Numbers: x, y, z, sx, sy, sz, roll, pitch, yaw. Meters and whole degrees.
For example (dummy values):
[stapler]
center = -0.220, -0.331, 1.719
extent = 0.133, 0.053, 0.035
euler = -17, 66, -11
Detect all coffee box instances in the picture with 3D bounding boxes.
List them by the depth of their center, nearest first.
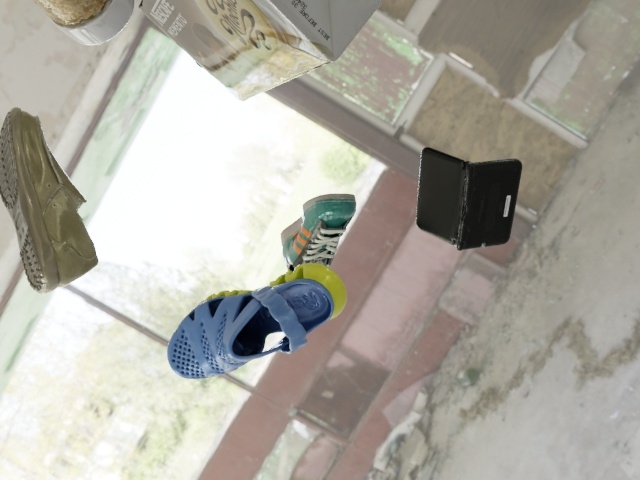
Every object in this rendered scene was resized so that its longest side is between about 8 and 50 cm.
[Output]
[coffee box]
center = -0.069, -0.255, 0.663
extent = 0.119, 0.168, 0.297
euler = -53, 21, -10

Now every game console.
[game console]
center = 0.186, -0.057, 0.828
extent = 0.071, 0.107, 0.122
euler = -110, 16, -55

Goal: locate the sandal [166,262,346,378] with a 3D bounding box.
[sandal]
center = -0.117, 0.137, 0.997
extent = 0.317, 0.126, 0.138
euler = -28, 11, 22

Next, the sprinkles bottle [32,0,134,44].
[sprinkles bottle]
center = -0.375, -0.385, 0.805
extent = 0.121, 0.121, 0.355
euler = -60, -22, -5

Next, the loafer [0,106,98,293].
[loafer]
center = -0.375, -0.057, 0.892
extent = 0.092, 0.269, 0.102
euler = -6, -18, -41

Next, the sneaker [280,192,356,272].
[sneaker]
center = 0.000, 0.000, 1.343
extent = 0.302, 0.108, 0.121
euler = 135, 130, -61

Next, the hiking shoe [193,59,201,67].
[hiking shoe]
center = -0.120, -0.422, 1.235
extent = 0.304, 0.113, 0.132
euler = -23, 40, 31
